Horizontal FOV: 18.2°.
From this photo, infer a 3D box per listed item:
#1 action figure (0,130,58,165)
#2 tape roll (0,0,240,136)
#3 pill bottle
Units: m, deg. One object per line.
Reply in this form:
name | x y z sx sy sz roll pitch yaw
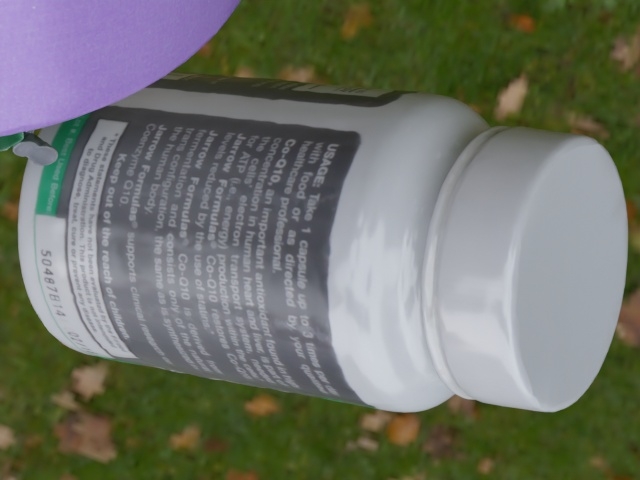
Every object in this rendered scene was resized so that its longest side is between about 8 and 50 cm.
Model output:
action figure | -0.241 -0.135 1.317 0.137 0.232 0.063 -26 149 3
tape roll | -0.158 -0.161 0.788 0.275 0.275 0.090 13 136 6
pill bottle | 0.000 0.000 1.296 0.361 0.204 0.204 8 138 31
